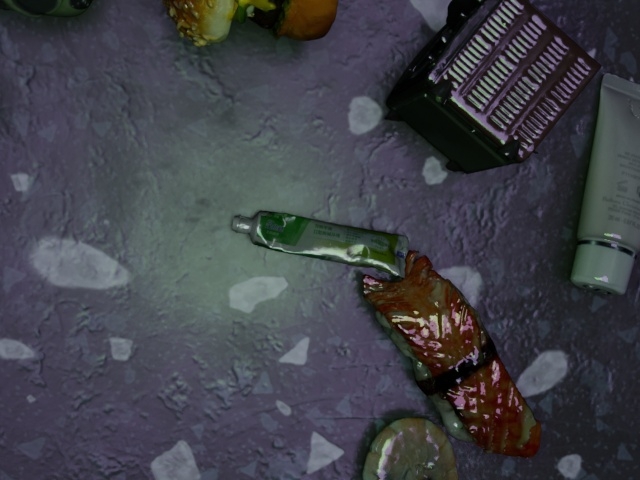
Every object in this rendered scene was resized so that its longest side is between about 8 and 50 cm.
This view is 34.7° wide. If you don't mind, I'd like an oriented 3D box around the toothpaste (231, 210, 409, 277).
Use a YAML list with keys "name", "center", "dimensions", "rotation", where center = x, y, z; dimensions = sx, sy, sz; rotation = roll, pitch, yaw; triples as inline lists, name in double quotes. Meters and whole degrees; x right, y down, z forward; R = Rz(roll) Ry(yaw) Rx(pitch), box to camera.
- name: "toothpaste"
  center: [0.000, 0.000, 1.419]
  dimensions: [0.248, 0.046, 0.078]
  rotation: [11, 48, -1]

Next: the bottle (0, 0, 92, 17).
- name: "bottle"
  center: [-0.456, -0.378, 1.300]
  dimensions: [0.347, 0.168, 0.168]
  rotation: [11, 91, -9]

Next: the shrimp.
- name: "shrimp"
  center: [0.123, 0.377, 1.459]
  dimensions: [0.145, 0.059, 0.254]
  rotation: [6, 89, -15]

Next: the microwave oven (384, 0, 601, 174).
- name: "microwave oven"
  center: [0.210, -0.207, 1.354]
  dimensions: [0.188, 0.247, 0.178]
  rotation: [37, 84, -8]

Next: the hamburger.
- name: "hamburger"
  center: [-0.093, -0.382, 1.294]
  dimensions: [0.225, 0.291, 0.290]
  rotation: [0, 92, -12]

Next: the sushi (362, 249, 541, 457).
- name: "sushi"
  center: [0.185, 0.169, 1.429]
  dimensions: [0.124, 0.130, 0.332]
  rotation: [-33, 101, -10]

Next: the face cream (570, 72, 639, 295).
- name: "face cream"
  center: [0.436, -0.078, 1.470]
  dimensions: [0.143, 0.089, 0.314]
  rotation: [18, 82, -7]
